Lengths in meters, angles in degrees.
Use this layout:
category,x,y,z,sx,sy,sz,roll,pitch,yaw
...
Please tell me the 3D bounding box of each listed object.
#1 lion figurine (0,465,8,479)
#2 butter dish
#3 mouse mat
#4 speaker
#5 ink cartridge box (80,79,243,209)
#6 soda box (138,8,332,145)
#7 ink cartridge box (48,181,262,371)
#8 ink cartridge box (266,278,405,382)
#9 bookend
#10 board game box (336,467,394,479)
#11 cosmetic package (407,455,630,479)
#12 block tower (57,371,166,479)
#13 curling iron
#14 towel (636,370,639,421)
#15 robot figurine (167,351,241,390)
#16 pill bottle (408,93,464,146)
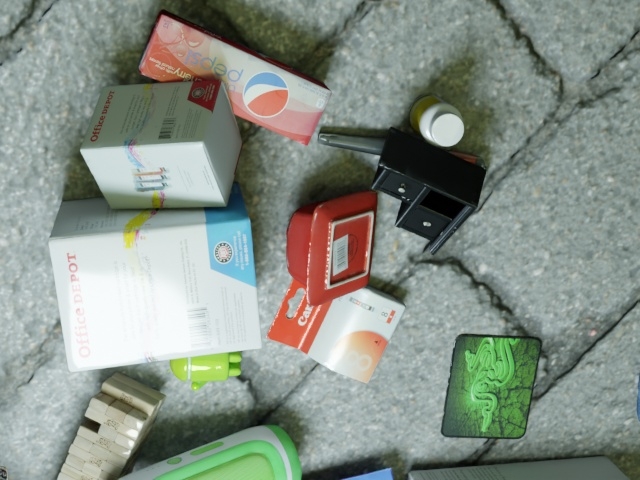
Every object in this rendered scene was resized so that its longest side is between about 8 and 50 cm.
category,x,y,z,sx,sy,sz,roll,pitch,yaw
lion figurine,-0.489,0.454,1.522,0.240,0.142,0.392,-33,94,45
butter dish,0.000,0.000,1.540,0.160,0.118,0.160,-18,119,-50
mouse mat,0.284,0.247,1.715,0.152,0.007,0.190,3,106,-10
speaker,-0.180,0.382,1.569,0.296,0.131,0.131,-16,112,-31
ink cartridge box,-0.215,-0.130,1.406,0.176,0.128,0.127,0,141,13
soda box,-0.122,-0.231,1.457,0.263,0.083,0.092,22,103,-15
ink cartridge box,-0.233,0.046,1.468,0.270,0.197,0.198,-6,109,-7
ink cartridge box,0.025,0.129,1.617,0.179,0.045,0.145,21,103,-17
bookend,0.138,-0.070,1.520,0.157,0.072,0.156,24,147,-8
board game box,-0.026,0.523,1.647,0.347,0.078,0.233,-12,67,-5
cosmetic package,0.336,0.488,1.711,0.365,0.155,0.197,-1,106,-14
block tower,-0.356,0.378,1.601,0.097,0.091,0.336,25,102,6
curling iron,0.128,-0.124,1.555,0.274,0.035,0.068,13,105,-13
towel,0.573,0.251,1.749,0.067,0.029,0.120,-5,109,-8
robot figurine,-0.181,0.185,1.590,0.115,0.067,0.101,0,116,-8
pill bottle,0.172,-0.174,1.503,0.065,0.116,0.065,-2,107,-8
